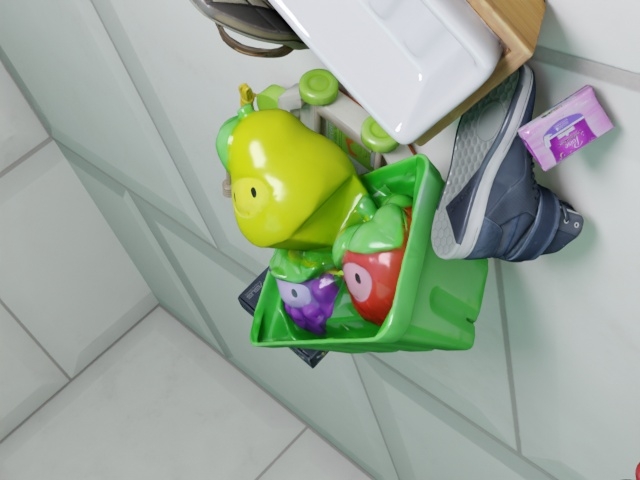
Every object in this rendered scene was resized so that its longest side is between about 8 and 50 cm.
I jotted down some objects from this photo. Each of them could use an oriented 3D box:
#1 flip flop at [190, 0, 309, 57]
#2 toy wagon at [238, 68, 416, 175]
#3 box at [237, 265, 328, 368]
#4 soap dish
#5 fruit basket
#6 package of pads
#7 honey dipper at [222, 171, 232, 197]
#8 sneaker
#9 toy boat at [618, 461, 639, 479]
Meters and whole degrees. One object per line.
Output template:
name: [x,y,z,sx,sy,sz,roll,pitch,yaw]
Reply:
flip flop: [-0.075,-0.261,0.911,0.112,0.080,0.277,55,-158,5]
toy wagon: [0.015,-0.147,1.163,0.344,0.068,0.267,40,158,20]
box: [-0.004,0.086,1.379,0.183,0.233,0.059,39,163,22]
soap dish: [0.071,-0.257,0.778,0.291,0.118,0.229,48,157,-2]
fruit basket: [0.000,0.000,1.036,0.392,0.283,0.392,14,162,5]
package of pads: [0.245,-0.112,0.762,0.050,0.083,0.032,54,-168,-12]
honey dipper: [-0.197,-0.144,1.629,0.030,0.030,0.160,41,156,16]
sneaker: [0.230,-0.079,0.854,0.086,0.163,0.226,-126,48,-58]
toy boat: [0.532,0.414,0.992,0.318,0.148,0.267,46,-173,31]
